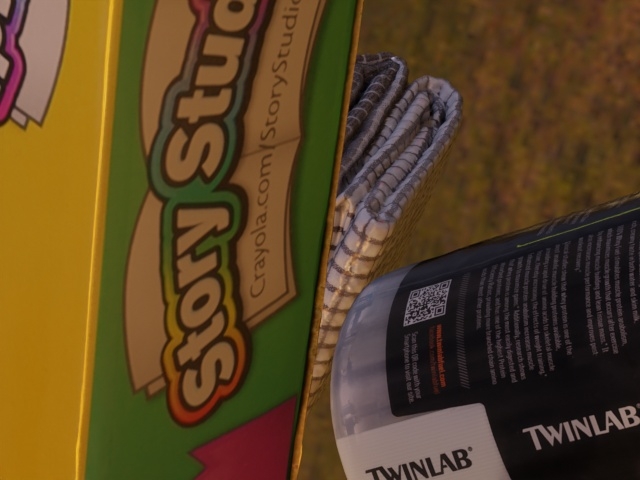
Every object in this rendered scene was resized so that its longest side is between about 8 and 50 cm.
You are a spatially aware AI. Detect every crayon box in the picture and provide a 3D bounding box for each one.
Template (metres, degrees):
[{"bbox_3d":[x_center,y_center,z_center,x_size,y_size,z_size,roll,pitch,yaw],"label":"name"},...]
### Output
[{"bbox_3d":[-0.137,-0.081,0.586,0.106,0.313,0.363,-22,-52,-47],"label":"crayon box"}]

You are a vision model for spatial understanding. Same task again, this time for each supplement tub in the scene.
[{"bbox_3d":[0.193,0.076,1.129,0.338,0.207,0.207,-19,47,31],"label":"supplement tub"}]

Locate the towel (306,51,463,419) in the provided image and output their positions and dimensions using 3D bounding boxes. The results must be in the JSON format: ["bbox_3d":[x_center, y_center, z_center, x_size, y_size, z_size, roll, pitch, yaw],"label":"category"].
[{"bbox_3d":[0.000,0.000,1.560,0.235,0.121,0.283,-67,-7,32],"label":"towel"}]
